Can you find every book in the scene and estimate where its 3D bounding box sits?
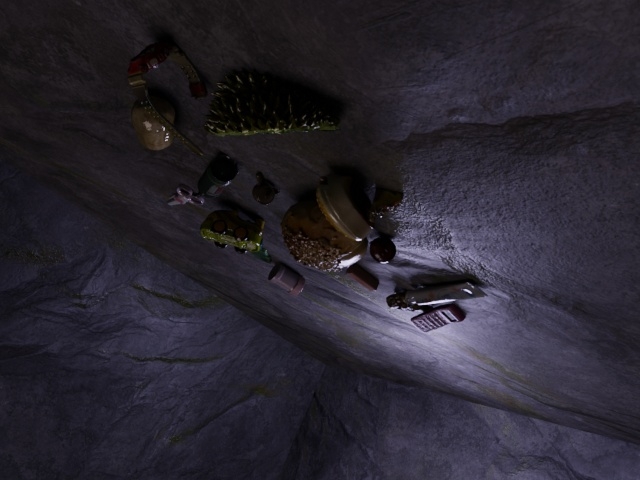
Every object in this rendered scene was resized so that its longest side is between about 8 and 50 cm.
[{"bbox_3d":[-0.278,0.062,2.457,0.103,0.017,0.135,20,159,16],"label":"book"}]

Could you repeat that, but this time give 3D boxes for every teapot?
[{"bbox_3d":[-0.185,-0.177,1.750,0.080,0.085,0.110,35,145,54],"label":"teapot"}]

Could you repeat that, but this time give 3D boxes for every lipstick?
[{"bbox_3d":[0.168,0.146,2.117,0.145,0.045,0.045,37,159,-30],"label":"lipstick"}]

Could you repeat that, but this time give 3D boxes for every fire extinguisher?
[{"bbox_3d":[-0.360,-0.200,1.819,0.093,0.118,0.294,63,154,-1],"label":"fire extinguisher"}]

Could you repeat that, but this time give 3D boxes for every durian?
[{"bbox_3d":[-0.133,-0.284,1.282,0.394,0.163,0.198,7,156,25],"label":"durian"}]

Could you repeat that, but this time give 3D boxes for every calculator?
[{"bbox_3d":[0.456,0.300,2.090,0.190,0.034,0.126,-25,135,27],"label":"calculator"}]

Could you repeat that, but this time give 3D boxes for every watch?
[{"bbox_3d":[-0.352,-0.355,1.326,0.102,0.165,0.268,7,150,42],"label":"watch"}]

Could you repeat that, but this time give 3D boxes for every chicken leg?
[{"bbox_3d":[0.358,0.248,2.122,0.196,0.081,0.125,11,167,14],"label":"chicken leg"}]

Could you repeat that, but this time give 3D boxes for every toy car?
[{"bbox_3d":[-0.335,-0.048,2.083,0.247,0.142,0.200,17,160,-6],"label":"toy car"}]

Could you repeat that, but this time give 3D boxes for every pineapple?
[{"bbox_3d":[0.164,-0.098,1.475,0.114,0.114,0.077,-10,121,50],"label":"pineapple"}]

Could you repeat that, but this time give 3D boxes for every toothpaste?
[{"bbox_3d":[0.435,0.189,1.905,0.100,0.066,0.323,34,152,-24],"label":"toothpaste"}]

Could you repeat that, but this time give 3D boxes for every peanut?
[{"bbox_3d":[-0.491,-0.345,1.585,0.122,0.137,0.253,-17,168,-16],"label":"peanut"}]

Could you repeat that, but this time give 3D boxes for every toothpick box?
[{"bbox_3d":[-0.157,0.180,2.489,0.149,0.098,0.098,35,157,-21],"label":"toothpick box"}]

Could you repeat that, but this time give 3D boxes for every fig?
[{"bbox_3d":[0.198,0.026,1.770,0.089,0.089,0.125,30,-176,-13],"label":"fig"}]

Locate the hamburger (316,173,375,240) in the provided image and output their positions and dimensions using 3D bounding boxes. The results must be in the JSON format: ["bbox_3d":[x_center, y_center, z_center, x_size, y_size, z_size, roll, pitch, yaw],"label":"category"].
[{"bbox_3d":[0.070,-0.092,1.497,0.116,0.173,0.210,-21,140,23],"label":"hamburger"}]

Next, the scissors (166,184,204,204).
[{"bbox_3d":[-0.573,-0.175,2.201,0.118,0.031,0.242,40,153,-31],"label":"scissors"}]

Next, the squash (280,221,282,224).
[{"bbox_3d":[-0.114,-0.054,1.982,0.083,0.027,0.027,15,157,26],"label":"squash"}]

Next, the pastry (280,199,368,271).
[{"bbox_3d":[0.000,0.000,1.709,0.284,0.184,0.315,33,168,-23],"label":"pastry"}]
